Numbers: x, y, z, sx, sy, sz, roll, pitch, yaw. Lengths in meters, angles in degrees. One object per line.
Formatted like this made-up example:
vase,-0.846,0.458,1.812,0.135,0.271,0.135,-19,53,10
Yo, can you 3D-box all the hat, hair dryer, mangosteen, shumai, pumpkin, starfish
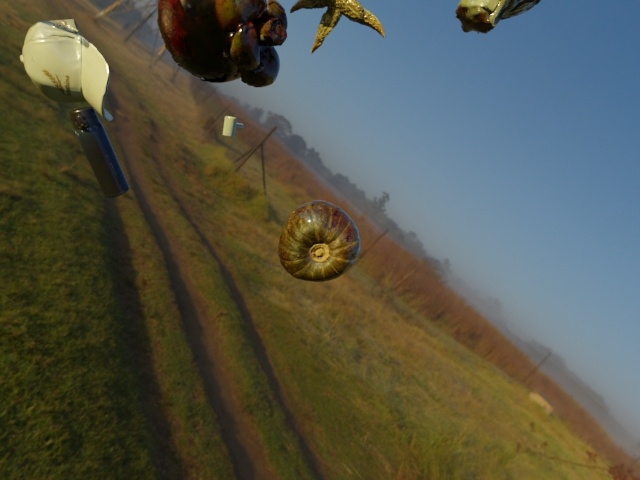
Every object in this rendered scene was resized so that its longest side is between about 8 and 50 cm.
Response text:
hat,-0.733,-0.463,1.360,0.301,0.168,0.258,45,-35,18
hair dryer,-0.279,-0.371,1.519,0.038,0.063,0.124,15,14,11
mangosteen,-0.306,-0.701,1.514,0.421,0.381,0.381,15,5,-3
shumai,0.477,-0.700,1.240,0.225,0.222,0.260,20,-42,38
pumpkin,0.000,0.000,1.217,0.219,0.219,0.162,43,12,-10
starfish,0.068,-0.751,1.476,0.347,0.358,0.078,34,26,10

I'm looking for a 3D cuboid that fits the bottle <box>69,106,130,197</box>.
bottle,-0.595,-0.236,1.248,0.082,0.072,0.244,-110,-173,-60
